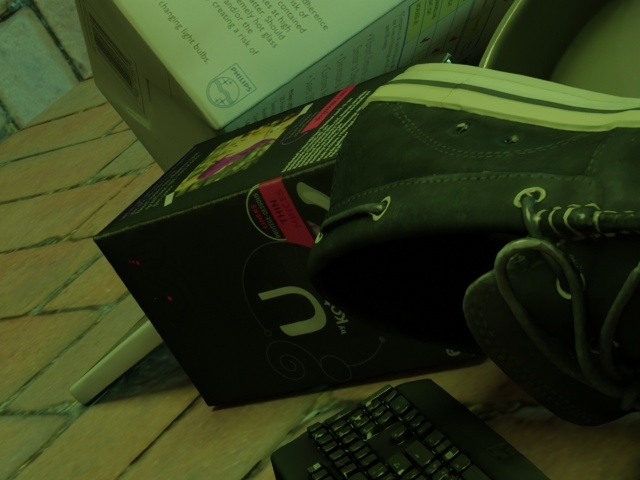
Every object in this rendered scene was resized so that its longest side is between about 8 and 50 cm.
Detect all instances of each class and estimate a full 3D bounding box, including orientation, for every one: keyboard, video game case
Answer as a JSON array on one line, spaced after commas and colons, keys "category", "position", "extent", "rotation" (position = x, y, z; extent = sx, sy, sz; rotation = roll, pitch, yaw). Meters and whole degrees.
[{"category": "keyboard", "position": [0.023, 0.167, 0.870], "extent": [0.201, 0.033, 0.317], "rotation": [-34, 17, -6]}, {"category": "video game case", "position": [-0.113, 0.047, 1.337], "extent": [0.183, 0.023, 0.201], "rotation": [-47, 5, -38]}]

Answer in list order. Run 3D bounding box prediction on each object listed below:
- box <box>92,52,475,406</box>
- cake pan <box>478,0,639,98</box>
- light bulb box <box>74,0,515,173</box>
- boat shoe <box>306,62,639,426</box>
[{"category": "box", "position": [0.000, 0.000, 1.125], "extent": [0.270, 0.165, 0.143], "rotation": [-16, 23, 44]}, {"category": "cake pan", "position": [0.217, -0.085, 0.962], "extent": [0.293, 0.054, 0.293], "rotation": [-23, 53, 35]}, {"category": "light bulb box", "position": [-0.011, -0.221, 1.430], "extent": [0.361, 0.225, 0.358], "rotation": [-36, -10, -12]}, {"category": "boat shoe", "position": [0.162, 0.020, 0.769], "extent": [0.500, 0.187, 0.156], "rotation": [16, 67, 54]}]
